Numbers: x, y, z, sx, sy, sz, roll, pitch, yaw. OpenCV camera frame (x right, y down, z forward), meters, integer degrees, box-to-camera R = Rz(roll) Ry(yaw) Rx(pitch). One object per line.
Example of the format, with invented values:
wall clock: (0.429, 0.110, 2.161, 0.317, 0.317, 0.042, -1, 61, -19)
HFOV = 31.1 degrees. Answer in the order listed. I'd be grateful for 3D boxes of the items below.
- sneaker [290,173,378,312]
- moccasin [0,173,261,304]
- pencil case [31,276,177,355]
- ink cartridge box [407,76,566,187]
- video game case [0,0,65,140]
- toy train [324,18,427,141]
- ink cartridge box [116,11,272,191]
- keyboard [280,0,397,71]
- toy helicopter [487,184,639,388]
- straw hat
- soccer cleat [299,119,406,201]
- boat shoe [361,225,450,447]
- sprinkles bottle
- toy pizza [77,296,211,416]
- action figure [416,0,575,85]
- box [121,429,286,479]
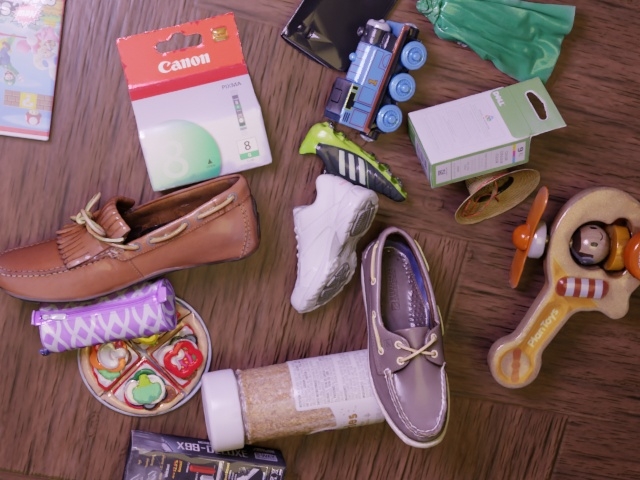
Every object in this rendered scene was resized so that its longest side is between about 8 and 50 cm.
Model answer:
sneaker: (0.000, 0.000, 1.734, 0.115, 0.090, 0.232, 36, 116, 26)
moccasin: (-0.277, -0.008, 1.622, 0.380, 0.139, 0.147, -11, 121, 5)
pencil case: (-0.311, 0.106, 1.669, 0.206, 0.088, 0.086, -12, 59, 5)
ink cartridge box: (0.245, -0.161, 1.712, 0.209, 0.109, 0.062, -16, 143, -4)
video game case: (-0.466, -0.294, 1.608, 0.204, 0.025, 0.285, 7, 101, -12)
toy train: (0.082, -0.238, 1.683, 0.105, 0.080, 0.184, 17, 99, -28)
ink cartridge box: (-0.182, -0.200, 1.667, 0.181, 0.056, 0.224, -15, 106, -7)
keyboard: (0.041, -0.419, 1.671, 0.202, 0.033, 0.317, 32, 94, -20)
toy helicopter: (0.366, 0.069, 1.783, 0.235, 0.140, 0.355, 33, 97, -13)
straw hat: (0.257, -0.090, 1.761, 0.145, 0.144, 0.061, -24, 65, -4)
soccer cleat: (0.049, -0.106, 1.730, 0.179, 0.060, 0.072, 37, 104, -9)
boat shoe: (0.126, 0.139, 1.689, 0.117, 0.096, 0.324, -5, 69, -8)
sprinkles bottle: (0.001, 0.234, 1.756, 0.356, 0.121, 0.121, -8, 103, -9)
toy pizza: (-0.265, 0.174, 1.741, 0.201, 0.032, 0.201, -2, 102, -10)
action figure: (0.249, -0.319, 1.712, 0.232, 0.063, 0.137, 15, 101, -17)
box: (-0.202, 0.464, 1.792, 0.243, 0.076, 0.307, 9, 100, -12)
